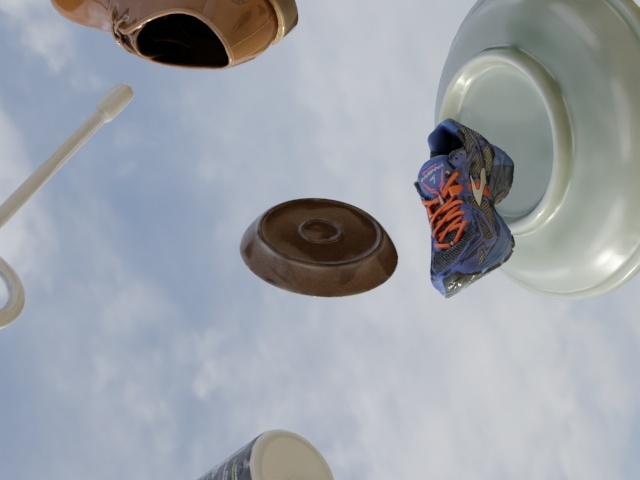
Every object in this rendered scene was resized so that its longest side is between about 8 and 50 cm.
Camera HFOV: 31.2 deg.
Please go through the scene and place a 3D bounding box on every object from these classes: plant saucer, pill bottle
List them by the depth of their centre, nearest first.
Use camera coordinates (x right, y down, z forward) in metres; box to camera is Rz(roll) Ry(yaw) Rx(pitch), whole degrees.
[{"bbox_3d":[0.000,0.000,1.199,0.168,0.168,0.029,-61,-19,-55],"label":"plant saucer"},{"bbox_3d":[0.240,-0.119,1.344,0.100,0.400,0.401,-11,-99,-32],"label":"plant saucer"},{"bbox_3d":[-0.103,0.330,1.351,0.130,0.245,0.130,29,-140,-28],"label":"pill bottle"}]

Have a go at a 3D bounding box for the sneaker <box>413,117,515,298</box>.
[{"bbox_3d":[0.120,-0.031,1.042,0.087,0.083,0.221,41,-149,-21],"label":"sneaker"}]

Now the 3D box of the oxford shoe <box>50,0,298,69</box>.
[{"bbox_3d":[-0.121,-0.158,0.781,0.076,0.212,0.076,-48,-44,-32],"label":"oxford shoe"}]

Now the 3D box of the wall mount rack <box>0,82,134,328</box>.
[{"bbox_3d":[-0.320,-0.093,0.857,0.350,0.130,0.304,34,-155,8],"label":"wall mount rack"}]
